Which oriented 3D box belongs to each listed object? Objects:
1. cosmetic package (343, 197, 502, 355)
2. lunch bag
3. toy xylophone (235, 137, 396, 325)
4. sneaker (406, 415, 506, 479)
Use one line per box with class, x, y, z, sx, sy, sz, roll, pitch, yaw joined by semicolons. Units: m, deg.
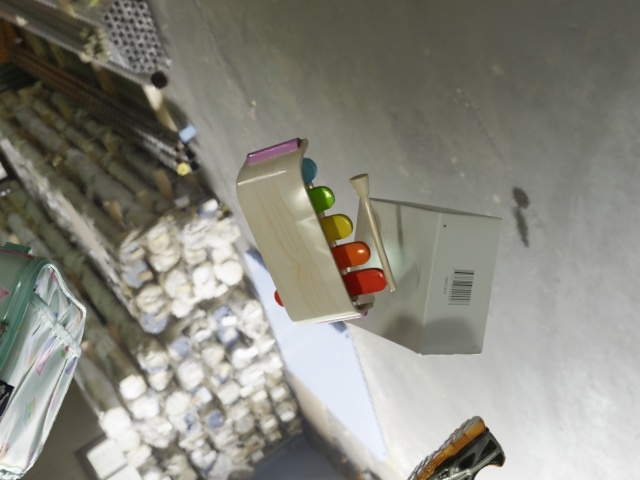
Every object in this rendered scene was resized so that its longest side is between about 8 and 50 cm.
cosmetic package;0.163;0.053;1.304;0.225;0.138;0.224;17;101;57
lunch bag;-0.334;0.128;0.822;0.108;0.224;0.279;19;158;-1
toy xylophone;0.000;0.000;1.225;0.236;0.081;0.322;-5;113;23
sneaker;0.200;0.372;1.238;0.083;0.215;0.084;45;-157;6
